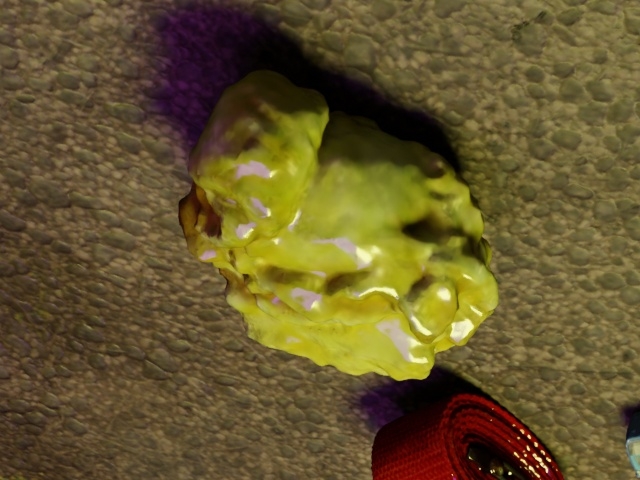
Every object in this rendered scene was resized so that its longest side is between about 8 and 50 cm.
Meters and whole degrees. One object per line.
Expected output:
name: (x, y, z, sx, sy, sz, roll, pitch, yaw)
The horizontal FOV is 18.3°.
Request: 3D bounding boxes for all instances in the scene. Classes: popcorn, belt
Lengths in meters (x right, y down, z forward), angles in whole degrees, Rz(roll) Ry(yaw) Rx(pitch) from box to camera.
popcorn: (0.000, 0.000, 1.620, 0.286, 0.174, 0.225, 31, 144, -17)
belt: (0.138, 0.238, 1.870, 0.124, 0.128, 0.201, -27, 120, 39)

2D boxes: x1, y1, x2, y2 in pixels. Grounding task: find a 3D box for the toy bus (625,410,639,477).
toy bus: (0.350, 0.174, 1.796, 0.153, 0.051, 0.061, -14, 119, 30)
